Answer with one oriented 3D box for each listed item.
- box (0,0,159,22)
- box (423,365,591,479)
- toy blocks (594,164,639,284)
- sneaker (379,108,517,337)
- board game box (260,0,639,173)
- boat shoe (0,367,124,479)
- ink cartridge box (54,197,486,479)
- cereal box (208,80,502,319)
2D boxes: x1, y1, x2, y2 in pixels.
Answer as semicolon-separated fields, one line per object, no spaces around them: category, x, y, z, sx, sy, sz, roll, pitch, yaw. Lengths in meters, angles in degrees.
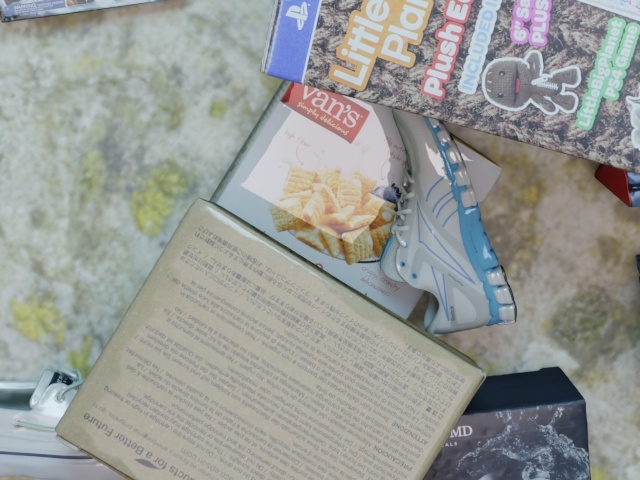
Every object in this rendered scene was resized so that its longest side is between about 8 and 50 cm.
box;-0.168;-0.211;1.087;0.137;0.027;0.094;-9;102;-2
box;0.123;0.190;1.169;0.156;0.093;0.158;-7;102;-3
toy blocks;0.354;0.052;1.131;0.260;0.191;0.381;-9;103;9
sneaker;0.075;-0.011;1.085;0.083;0.071;0.191;-20;107;3
board game box;0.138;-0.154;0.980;0.291;0.232;0.141;16;107;7
boat shoe;-0.197;0.133;1.134;0.226;0.083;0.076;-4;104;-3
ink cartridge box;-0.034;0.110;1.062;0.234;0.088;0.193;32;91;-1
cereal box;0.000;0.000;1.137;0.173;0.047;0.240;30;99;-12
